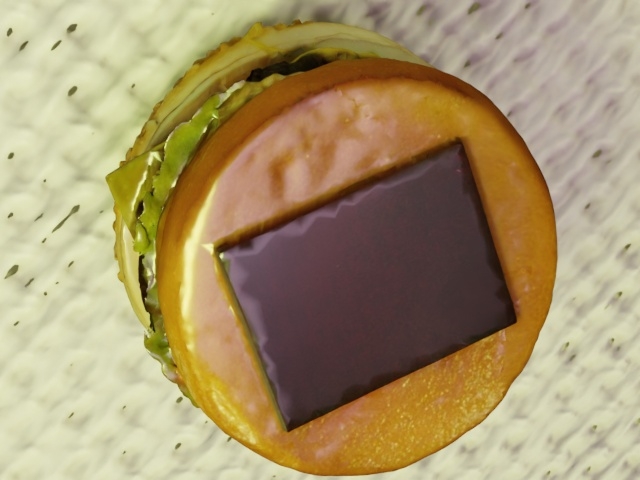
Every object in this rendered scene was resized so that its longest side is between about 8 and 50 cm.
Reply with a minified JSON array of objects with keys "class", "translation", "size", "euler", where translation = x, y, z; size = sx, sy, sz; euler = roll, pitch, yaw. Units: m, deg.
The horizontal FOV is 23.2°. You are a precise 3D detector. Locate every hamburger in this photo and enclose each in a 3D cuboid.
[{"class":"hamburger","translation":[0.000,0.000,1.008],"size":[0.291,0.225,0.291],"euler":[-8,112,-19]}]
